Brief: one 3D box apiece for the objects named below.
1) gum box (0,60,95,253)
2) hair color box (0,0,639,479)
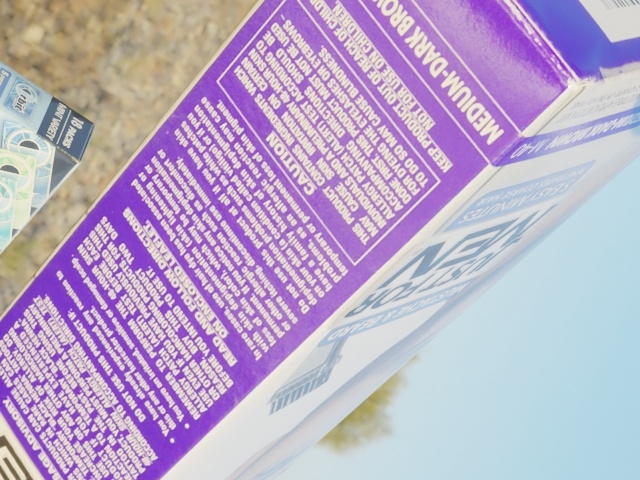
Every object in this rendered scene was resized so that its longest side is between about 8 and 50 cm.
[{"bbox_3d":[-0.240,-0.055,0.759,0.157,0.184,0.041,-43,-156,32],"label":"gum box"},{"bbox_3d":[0.000,0.000,0.590,0.339,0.110,0.185,-44,165,34],"label":"hair color box"}]
